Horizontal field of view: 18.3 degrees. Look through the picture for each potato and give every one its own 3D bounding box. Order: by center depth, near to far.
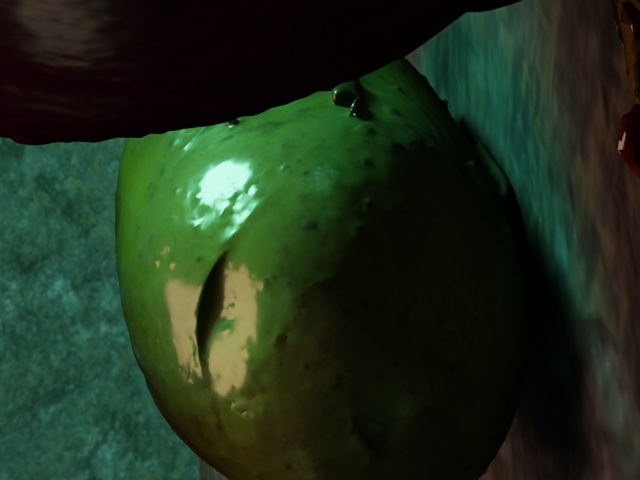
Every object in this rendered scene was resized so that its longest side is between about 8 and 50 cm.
[{"bbox_3d":[0.000,0.000,0.730,0.248,0.143,0.169,-95,-2,-63],"label":"potato"}]

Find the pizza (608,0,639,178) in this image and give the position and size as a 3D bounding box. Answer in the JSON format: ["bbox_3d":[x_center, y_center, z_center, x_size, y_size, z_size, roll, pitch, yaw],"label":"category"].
[{"bbox_3d":[0.088,-0.045,0.369,0.201,0.053,0.193,-108,14,-53],"label":"pizza"}]

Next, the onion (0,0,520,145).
[{"bbox_3d":[-0.123,-0.205,0.431,0.398,0.420,0.398,171,90,-71],"label":"onion"}]
